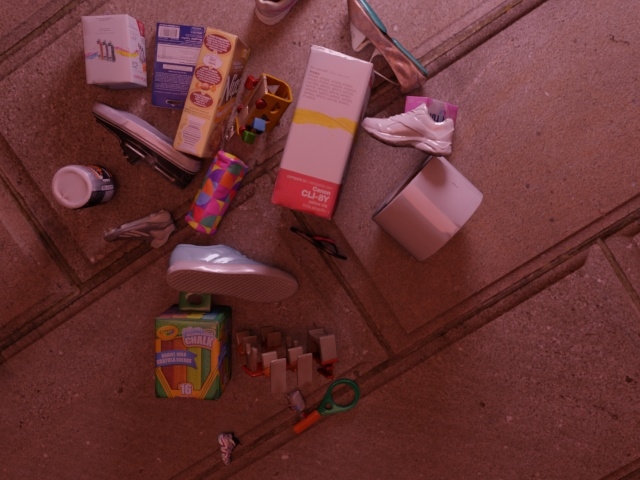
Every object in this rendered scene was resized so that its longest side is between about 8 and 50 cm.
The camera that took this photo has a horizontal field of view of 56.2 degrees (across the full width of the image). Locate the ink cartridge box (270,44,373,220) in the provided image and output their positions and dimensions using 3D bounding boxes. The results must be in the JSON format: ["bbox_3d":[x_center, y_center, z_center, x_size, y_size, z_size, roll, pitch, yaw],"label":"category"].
[{"bbox_3d":[0.013,-0.266,1.529,0.160,0.279,0.384,16,99,3],"label":"ink cartridge box"}]

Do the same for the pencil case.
[{"bbox_3d":[-0.289,-0.129,1.663,0.104,0.104,0.236,29,101,-1],"label":"pencil case"}]

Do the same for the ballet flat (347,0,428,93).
[{"bbox_3d":[0.148,-0.514,1.581,0.106,0.107,0.316,-40,93,21],"label":"ballet flat"}]

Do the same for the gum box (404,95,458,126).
[{"bbox_3d":[0.288,-0.308,1.562,0.062,0.188,0.107,14,102,36],"label":"gum box"}]

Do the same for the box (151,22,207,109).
[{"bbox_3d":[-0.389,-0.475,1.650,0.136,0.036,0.225,8,97,3],"label":"box"}]

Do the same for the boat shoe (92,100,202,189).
[{"bbox_3d":[-0.492,-0.256,1.644,0.335,0.121,0.119,33,102,0],"label":"boat shoe"}]

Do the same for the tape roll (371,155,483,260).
[{"bbox_3d":[0.275,-0.089,1.555,0.169,0.246,0.246,43,98,-3],"label":"tape roll"}]

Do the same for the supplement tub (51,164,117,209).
[{"bbox_3d":[-0.635,-0.148,1.633,0.117,0.190,0.117,0,98,3],"label":"supplement tub"}]

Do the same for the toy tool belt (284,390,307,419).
[{"bbox_3d":[-0.073,0.486,1.759,0.051,0.052,0.083,-20,93,38],"label":"toy tool belt"}]

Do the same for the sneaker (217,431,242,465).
[{"bbox_3d":[-0.263,0.621,1.790,0.069,0.038,0.098,-13,97,6],"label":"sneaker"}]

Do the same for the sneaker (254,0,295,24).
[{"bbox_3d":[-0.074,-0.675,1.565,0.103,0.111,0.252,44,98,-3],"label":"sneaker"}]

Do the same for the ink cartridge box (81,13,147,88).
[{"bbox_3d":[-0.549,-0.501,1.611,0.127,0.128,0.176,-1,99,4],"label":"ink cartridge box"}]

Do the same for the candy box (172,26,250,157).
[{"bbox_3d":[-0.284,-0.379,1.582,0.088,0.183,0.316,19,99,1],"label":"candy box"}]

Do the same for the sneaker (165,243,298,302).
[{"bbox_3d":[-0.238,0.071,1.671,0.366,0.150,0.135,12,136,-20],"label":"sneaker"}]

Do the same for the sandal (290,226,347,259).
[{"bbox_3d":[0.000,0.000,1.678,0.179,0.067,0.040,32,87,2],"label":"sandal"}]

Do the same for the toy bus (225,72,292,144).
[{"bbox_3d":[-0.155,-0.343,1.616,0.104,0.202,0.191,15,92,-29],"label":"toy bus"}]

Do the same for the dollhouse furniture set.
[{"bbox_3d":[-0.085,0.334,1.645,0.259,0.262,0.135,-6,101,-27],"label":"dollhouse furniture set"}]

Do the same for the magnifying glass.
[{"bbox_3d":[0.016,0.492,1.764,0.231,0.026,0.092,-38,94,6],"label":"magnifying glass"}]

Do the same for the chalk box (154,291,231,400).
[{"bbox_3d":[-0.352,0.276,1.678,0.180,0.179,0.289,1,98,3],"label":"chalk box"}]

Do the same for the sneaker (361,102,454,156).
[{"bbox_3d":[0.216,-0.278,1.451,0.232,0.090,0.115,16,95,13],"label":"sneaker"}]

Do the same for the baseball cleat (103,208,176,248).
[{"bbox_3d":[-0.511,-0.014,1.705,0.206,0.072,0.109,-20,103,10],"label":"baseball cleat"}]
